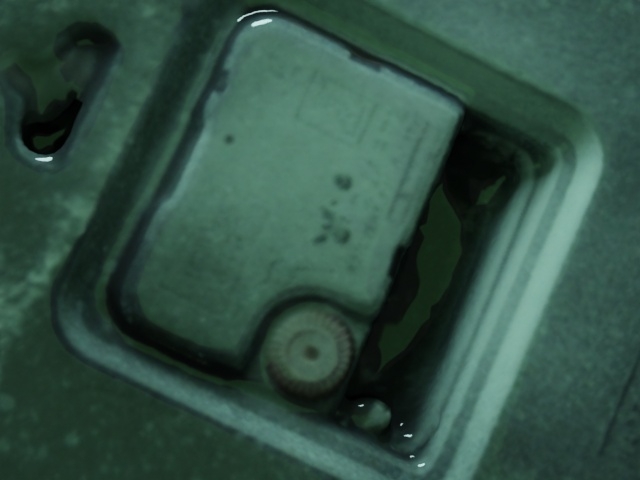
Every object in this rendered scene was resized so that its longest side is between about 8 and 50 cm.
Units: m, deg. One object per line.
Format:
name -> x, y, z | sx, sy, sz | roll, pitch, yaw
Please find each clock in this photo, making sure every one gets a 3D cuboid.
clock -> 0.000, 0.000, 0.493 | 0.386, 0.076, 0.386 | 2, 82, -11
